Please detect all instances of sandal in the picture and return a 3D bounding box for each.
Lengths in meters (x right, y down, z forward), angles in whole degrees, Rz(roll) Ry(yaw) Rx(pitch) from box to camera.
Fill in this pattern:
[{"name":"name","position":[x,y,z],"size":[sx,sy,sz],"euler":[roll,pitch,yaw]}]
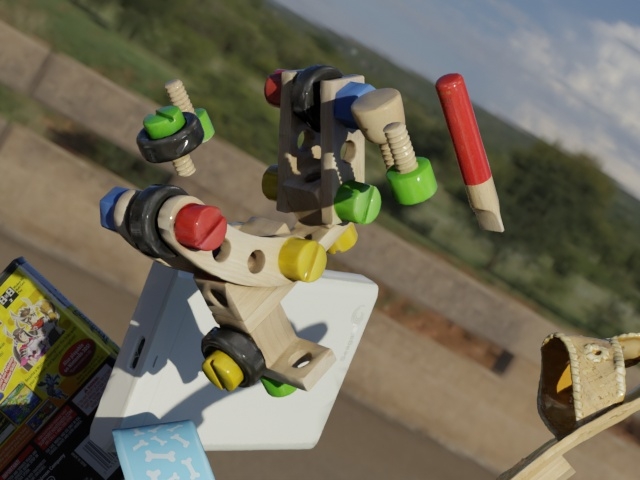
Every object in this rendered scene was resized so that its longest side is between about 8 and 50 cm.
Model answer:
[{"name":"sandal","position":[0.173,0.102,1.008],"size":[0.079,0.240,0.088],"euler":[53,-29,6]}]

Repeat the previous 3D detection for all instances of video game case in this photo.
[{"name":"video game case","position":[-0.327,0.199,1.607],"size":[0.248,0.275,0.035],"euler":[43,7,-1]}]

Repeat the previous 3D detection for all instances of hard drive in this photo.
[{"name":"hard drive","position":[-0.080,0.119,1.507],"size":[0.040,0.203,0.307],"euler":[30,13,38]}]

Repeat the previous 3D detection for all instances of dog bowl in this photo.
[{"name":"dog bowl","position":[-0.115,0.279,1.366],"size":[0.297,0.074,0.166],"euler":[78,-11,-47]}]

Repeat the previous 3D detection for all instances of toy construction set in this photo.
[{"name":"toy construction set","position":[0.000,0.000,1.223],"size":[0.257,0.308,0.237],"euler":[-63,138,-53]}]
